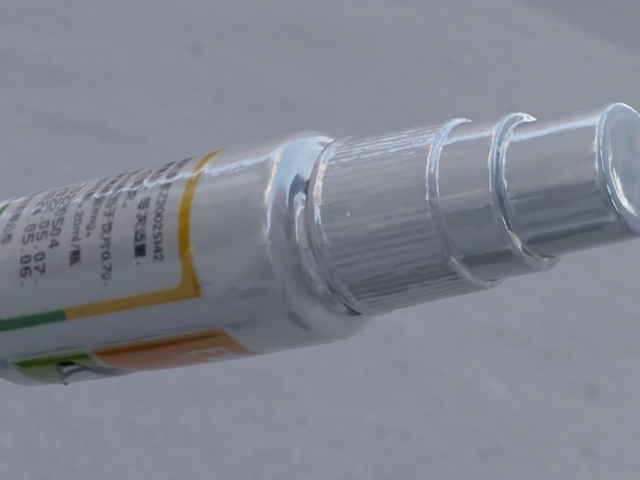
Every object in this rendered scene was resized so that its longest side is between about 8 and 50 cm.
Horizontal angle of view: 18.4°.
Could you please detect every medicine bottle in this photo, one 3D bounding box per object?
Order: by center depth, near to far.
[{"bbox_3d":[0.000,0.000,0.580,0.220,0.061,0.092,-11,-4,35],"label":"medicine bottle"}]
